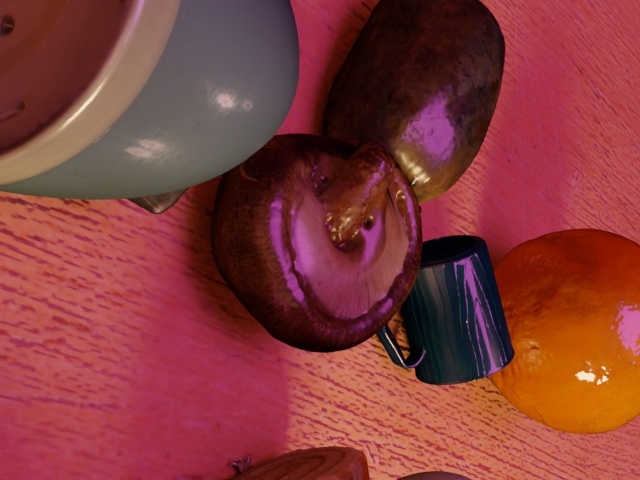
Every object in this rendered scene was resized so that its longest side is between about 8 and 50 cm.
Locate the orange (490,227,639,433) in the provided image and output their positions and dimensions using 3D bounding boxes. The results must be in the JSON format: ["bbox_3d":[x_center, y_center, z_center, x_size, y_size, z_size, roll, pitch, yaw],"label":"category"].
[{"bbox_3d":[0.328,0.113,1.515,0.261,0.261,0.261,10,79,-57],"label":"orange"}]

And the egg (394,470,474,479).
[{"bbox_3d":[0.049,0.355,0.920,0.230,0.230,0.370,43,61,-48],"label":"egg"}]

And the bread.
[{"bbox_3d":[-0.021,0.223,1.047,0.149,0.122,0.073,-19,100,-58],"label":"bread"}]

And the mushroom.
[{"bbox_3d":[-0.011,-0.002,1.093,0.231,0.138,0.194,9,93,-46],"label":"mushroom"}]

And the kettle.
[{"bbox_3d":[-0.118,-0.176,0.808,0.342,0.247,0.319,12,99,-66],"label":"kettle"}]

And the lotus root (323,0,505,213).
[{"bbox_3d":[0.105,-0.161,1.263,0.160,0.152,0.274,47,47,-34],"label":"lotus root"}]

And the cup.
[{"bbox_3d":[0.137,0.079,1.325,0.150,0.114,0.138,-37,116,-55],"label":"cup"}]
